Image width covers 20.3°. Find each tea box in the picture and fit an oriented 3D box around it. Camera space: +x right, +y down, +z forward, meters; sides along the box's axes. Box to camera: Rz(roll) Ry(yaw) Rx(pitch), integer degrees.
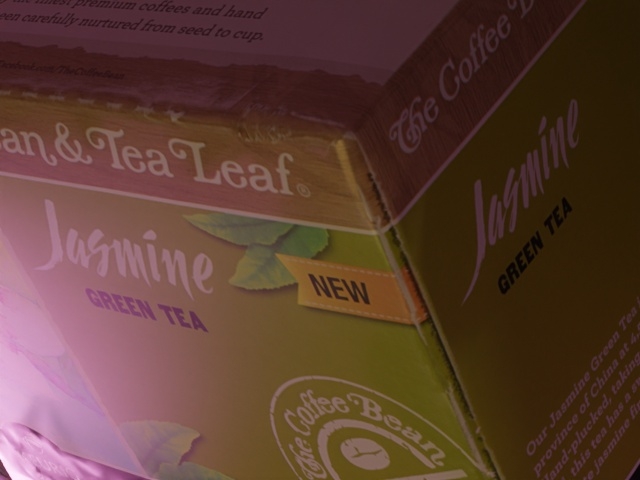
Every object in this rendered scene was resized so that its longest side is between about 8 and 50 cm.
[{"bbox_3d":[0.000,0.000,0.748,0.329,0.220,0.324,9,135,41],"label":"tea box"}]
